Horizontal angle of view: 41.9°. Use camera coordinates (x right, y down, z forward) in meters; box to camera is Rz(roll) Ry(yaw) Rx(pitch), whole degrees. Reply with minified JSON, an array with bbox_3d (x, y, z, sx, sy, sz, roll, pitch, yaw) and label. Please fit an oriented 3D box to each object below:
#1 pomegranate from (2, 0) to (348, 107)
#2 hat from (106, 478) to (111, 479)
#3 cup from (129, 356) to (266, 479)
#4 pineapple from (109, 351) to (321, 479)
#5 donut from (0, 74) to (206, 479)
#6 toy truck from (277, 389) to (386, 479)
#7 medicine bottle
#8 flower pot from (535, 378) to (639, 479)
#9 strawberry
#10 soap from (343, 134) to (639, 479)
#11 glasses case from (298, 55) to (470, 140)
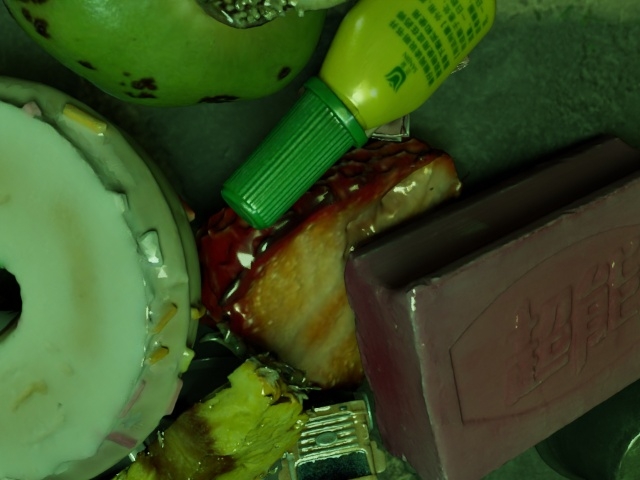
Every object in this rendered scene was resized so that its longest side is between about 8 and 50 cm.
[{"bbox_3d":[-0.099,-0.212,0.661,0.291,0.323,0.290,-26,147,-18],"label":"pomegranate"},{"bbox_3d":[-0.221,0.484,0.948,0.285,0.285,0.400,-27,93,2],"label":"hat"},{"bbox_3d":[-0.137,0.222,0.907,0.174,0.134,0.142,-7,111,-6],"label":"cup"},{"bbox_3d":[-0.086,0.189,0.762,0.233,0.135,0.079,-44,72,19],"label":"pineapple"},{"bbox_3d":[-0.272,0.042,0.761,0.383,0.142,0.382,3,98,19],"label":"donut"},{"bbox_3d":[0.014,0.260,0.903,0.108,0.140,0.256,-11,156,-4],"label":"toy truck"},{"bbox_3d":[0.034,-0.134,0.724,0.309,0.076,0.111,-48,119,-11],"label":"medicine bottle"},{"bbox_3d":[0.380,0.226,0.979,0.235,0.148,0.235,-3,109,-8],"label":"flower pot"},{"bbox_3d":[-0.015,0.002,0.841,0.253,0.150,0.280,15,103,-43],"label":"strawberry"},{"bbox_3d":[0.214,0.062,0.842,0.360,0.128,0.233,-24,116,-23],"label":"soap"},{"bbox_3d":[0.079,-0.167,0.814,0.193,0.070,0.102,-45,93,-11],"label":"glasses case"}]
